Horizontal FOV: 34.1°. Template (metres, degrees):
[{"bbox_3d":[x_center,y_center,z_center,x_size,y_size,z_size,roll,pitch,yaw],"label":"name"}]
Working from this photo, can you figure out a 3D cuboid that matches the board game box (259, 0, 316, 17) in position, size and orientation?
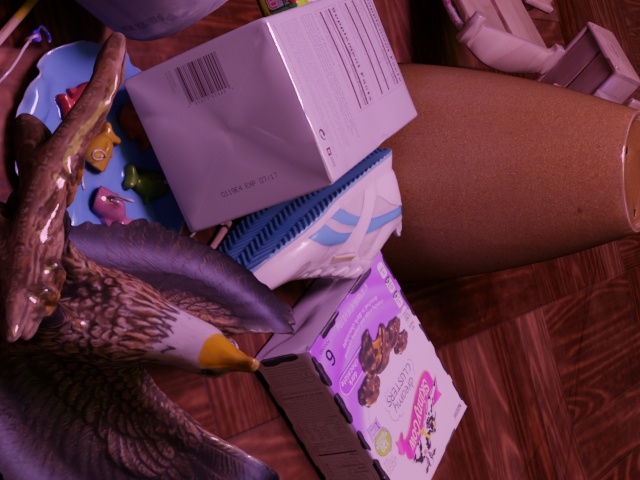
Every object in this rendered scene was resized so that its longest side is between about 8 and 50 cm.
[{"bbox_3d":[0.008,-0.182,1.072,0.092,0.043,0.181,-35,106,-53],"label":"board game box"}]

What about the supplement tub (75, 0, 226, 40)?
[{"bbox_3d":[-0.189,-0.310,0.715,0.338,0.207,0.207,37,50,-40],"label":"supplement tub"}]

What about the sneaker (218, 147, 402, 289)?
[{"bbox_3d":[0.000,0.000,0.925,0.228,0.087,0.092,-36,119,-39],"label":"sneaker"}]

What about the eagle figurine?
[{"bbox_3d":[-0.129,0.062,0.669,0.225,0.226,0.298,48,-10,29],"label":"eagle figurine"}]

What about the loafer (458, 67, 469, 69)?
[{"bbox_3d":[0.199,-0.113,1.273,0.223,0.078,0.076,55,40,-25],"label":"loafer"}]

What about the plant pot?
[{"bbox_3d":[0.198,-0.068,1.063,0.237,0.254,0.237,-6,97,-60],"label":"plant pot"}]

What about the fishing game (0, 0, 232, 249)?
[{"bbox_3d":[-0.156,-0.067,0.813,0.264,0.041,0.189,56,39,-27],"label":"fishing game"}]

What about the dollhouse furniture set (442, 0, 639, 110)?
[{"bbox_3d":[0.203,-0.206,1.277,0.355,0.174,0.303,14,42,-31],"label":"dollhouse furniture set"}]

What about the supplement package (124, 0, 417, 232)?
[{"bbox_3d":[-0.030,-0.120,0.890,0.134,0.139,0.244,67,25,-10],"label":"supplement package"}]

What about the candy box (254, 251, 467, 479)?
[{"bbox_3d":[0.044,0.137,0.977,0.196,0.070,0.165,60,38,-19],"label":"candy box"}]
